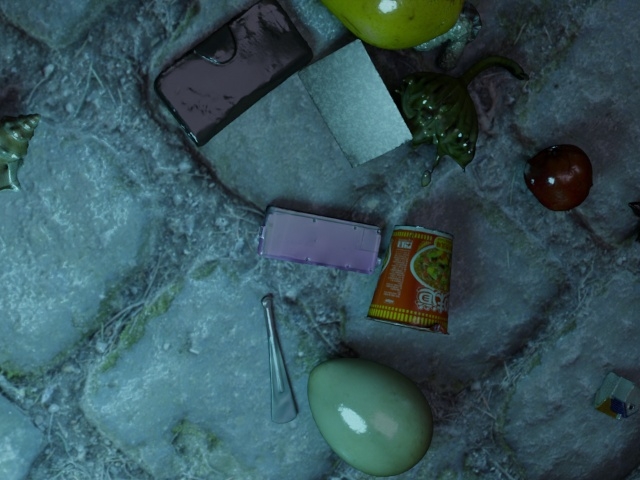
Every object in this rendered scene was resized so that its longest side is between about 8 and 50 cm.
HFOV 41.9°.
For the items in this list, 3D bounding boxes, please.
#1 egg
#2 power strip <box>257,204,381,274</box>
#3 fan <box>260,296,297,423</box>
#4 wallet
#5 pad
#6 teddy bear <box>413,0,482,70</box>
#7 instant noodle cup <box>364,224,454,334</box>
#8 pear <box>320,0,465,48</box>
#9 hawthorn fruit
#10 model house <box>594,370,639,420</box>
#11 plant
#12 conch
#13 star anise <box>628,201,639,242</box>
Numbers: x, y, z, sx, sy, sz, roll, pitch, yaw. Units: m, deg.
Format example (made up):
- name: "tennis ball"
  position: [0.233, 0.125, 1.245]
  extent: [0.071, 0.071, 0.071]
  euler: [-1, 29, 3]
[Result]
- name: "egg"
  position: [0.098, 0.359, 1.746]
  extent: [0.295, 0.218, 0.218]
  euler: [37, 85, -4]
- name: "power strip"
  position: [0.000, 0.000, 1.763]
  extent: [0.279, 0.037, 0.109]
  euler: [10, 93, -18]
- name: "fan"
  position: [-0.099, 0.255, 1.771]
  extent: [0.057, 0.023, 0.282]
  euler: [-11, 100, -7]
- name: "wallet"
  position: [-0.172, -0.341, 1.667]
  extent: [0.309, 0.042, 0.165]
  euler: [-39, 108, -10]
- name: "pad"
  position: [0.072, -0.277, 1.717]
  extent: [0.158, 0.003, 0.235]
  euler: [-23, 107, 29]
- name: "teddy bear"
  position: [0.286, -0.475, 1.760]
  extent: [0.133, 0.111, 0.213]
  euler: [25, 90, -22]
- name: "instant noodle cup"
  position: [0.202, 0.081, 1.772]
  extent: [0.193, 0.193, 0.212]
  euler: [13, 85, -19]
- name: "pear"
  position: [0.129, -0.525, 1.617]
  extent: [0.336, 0.285, 0.285]
  euler: [38, 85, -16]
- name: "hawthorn fruit"
  position: [0.537, -0.131, 1.868]
  extent: [0.148, 0.148, 0.172]
  euler: [-30, 115, -12]
- name: "model house"
  position: [0.728, 0.385, 2.008]
  extent: [0.088, 0.100, 0.100]
  euler: [29, 88, -20]
- name: "plant"
  position: [0.275, -0.315, 1.791]
  extent: [0.251, 0.180, 0.333]
  euler: [50, 54, -29]
- name: "conch"
  position: [-0.588, -0.155, 1.530]
  extent: [0.137, 0.114, 0.234]
  euler: [36, 120, -8]
- name: "star anise"
  position: [0.802, -0.053, 2.004]
  extent: [0.157, 0.053, 0.212]
  euler: [-17, 103, -16]
